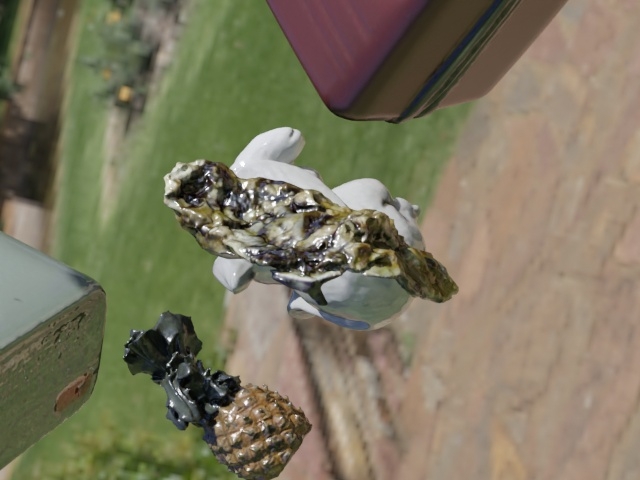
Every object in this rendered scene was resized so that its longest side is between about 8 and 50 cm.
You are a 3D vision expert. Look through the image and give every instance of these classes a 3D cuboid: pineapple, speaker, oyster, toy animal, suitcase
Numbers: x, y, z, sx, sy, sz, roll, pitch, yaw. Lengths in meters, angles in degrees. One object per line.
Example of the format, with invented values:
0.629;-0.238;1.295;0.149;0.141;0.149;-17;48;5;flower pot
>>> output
-0.128;0.178;1.998;0.111;0.237;0.119;-51;2;-2;pineapple
-0.380;0.133;1.596;0.406;0.184;0.183;-37;-38;-55;speaker
0.000;0.000;1.455;0.214;0.223;0.083;21;96;37;oyster
0.011;0.013;2.132;0.265;0.271;0.206;24;59;37;toy animal
0.049;-0.251;1.202;0.297;0.161;0.236;62;140;20;suitcase
